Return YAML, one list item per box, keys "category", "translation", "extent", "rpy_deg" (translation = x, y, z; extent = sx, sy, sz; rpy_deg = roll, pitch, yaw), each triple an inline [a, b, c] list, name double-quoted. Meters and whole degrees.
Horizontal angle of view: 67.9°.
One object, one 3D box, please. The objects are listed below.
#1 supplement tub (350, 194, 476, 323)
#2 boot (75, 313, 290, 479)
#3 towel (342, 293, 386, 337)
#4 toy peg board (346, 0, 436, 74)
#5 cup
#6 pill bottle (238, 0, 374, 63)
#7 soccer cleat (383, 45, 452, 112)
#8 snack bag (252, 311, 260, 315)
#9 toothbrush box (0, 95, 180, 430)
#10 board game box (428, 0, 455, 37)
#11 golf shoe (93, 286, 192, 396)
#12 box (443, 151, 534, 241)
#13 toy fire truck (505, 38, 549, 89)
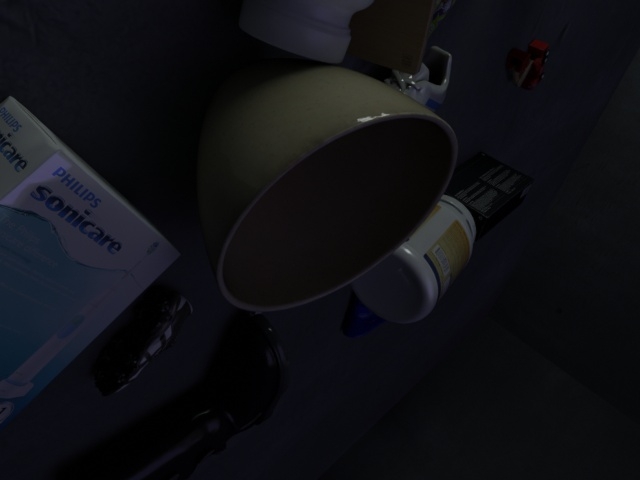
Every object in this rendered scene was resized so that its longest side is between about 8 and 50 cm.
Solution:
- category: "supplement tub"
  translation: [0.237, 0.032, 1.179]
  extent: [0.316, 0.228, 0.228]
  rpy_deg: [-37, 150, -43]
- category: "boot"
  translation: [-0.284, 0.372, 0.945]
  extent: [0.445, 0.146, 0.367]
  rpy_deg: [-23, 140, -35]
- category: "towel"
  translation: [0.187, 0.150, 1.424]
  extent: [0.228, 0.076, 0.308]
  rpy_deg: [-28, 143, -38]
- category: "toy peg board"
  translation: [0.091, -0.339, 0.657]
  extent: [0.079, 0.161, 0.160]
  rpy_deg: [-47, 155, -40]
- category: "cup"
  translation: [-0.027, -0.101, 0.626]
  extent: [0.331, 0.237, 0.331]
  rpy_deg: [-26, 152, -15]
- category: "pill bottle"
  translation: [0.009, -0.350, 0.506]
  extent: [0.162, 0.162, 0.278]
  rpy_deg: [-14, 133, -49]
- category: "soccer cleat"
  translation: [0.120, -0.239, 0.844]
  extent: [0.331, 0.116, 0.143]
  rpy_deg: [-44, 161, -30]
- category: "snack bag"
  translation: [0.000, 0.000, 1.025]
  extent: [0.323, 0.037, 0.342]
  rpy_deg: [-18, 137, -46]
- category: "toothbrush box"
  translation: [-0.333, 0.040, 0.494]
  extent: [0.295, 0.126, 0.216]
  rpy_deg: [-46, 150, -9]
- category: "board game box"
  translation: [0.221, -0.507, 0.760]
  extent: [0.347, 0.056, 0.208]
  rpy_deg: [-53, 147, 3]
- category: "golf shoe"
  translation: [-0.280, 0.171, 0.773]
  extent: [0.198, 0.077, 0.094]
  rpy_deg: [-51, 152, 1]
- category: "box"
  translation: [0.463, -0.135, 1.387]
  extent: [0.261, 0.184, 0.103]
  rpy_deg: [-32, 148, -31]
- category: "toy fire truck"
  translation: [0.559, -0.466, 1.292]
  extent: [0.135, 0.047, 0.192]
  rpy_deg: [-47, 152, -9]
